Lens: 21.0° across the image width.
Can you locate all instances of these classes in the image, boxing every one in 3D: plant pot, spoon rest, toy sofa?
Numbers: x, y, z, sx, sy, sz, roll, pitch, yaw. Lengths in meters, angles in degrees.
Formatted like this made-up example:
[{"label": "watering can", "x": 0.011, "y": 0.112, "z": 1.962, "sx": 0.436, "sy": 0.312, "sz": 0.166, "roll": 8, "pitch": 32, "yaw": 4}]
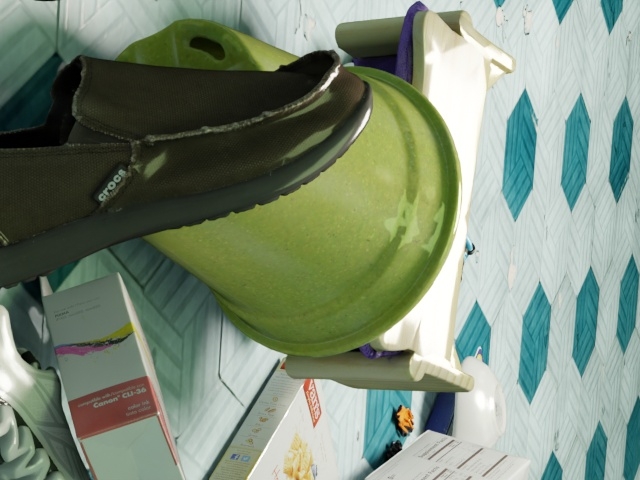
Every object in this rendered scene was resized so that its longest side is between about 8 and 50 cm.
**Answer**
[{"label": "plant pot", "x": -0.058, "y": -0.062, "z": 1.474, "sx": 0.254, "sy": 0.276, "sz": 0.276, "roll": 28, "pitch": 69, "yaw": -54}, {"label": "spoon rest", "x": 0.205, "y": 0.292, "z": 2.316, "sx": 0.137, "sy": 0.084, "sz": 0.276, "roll": 37, "pitch": 49, "yaw": -65}, {"label": "toy sofa", "x": 0.064, "y": -0.040, "z": 1.659, "sx": 0.177, "sy": 0.150, "sz": 0.362, "roll": 24, "pitch": 70, "yaw": -50}]

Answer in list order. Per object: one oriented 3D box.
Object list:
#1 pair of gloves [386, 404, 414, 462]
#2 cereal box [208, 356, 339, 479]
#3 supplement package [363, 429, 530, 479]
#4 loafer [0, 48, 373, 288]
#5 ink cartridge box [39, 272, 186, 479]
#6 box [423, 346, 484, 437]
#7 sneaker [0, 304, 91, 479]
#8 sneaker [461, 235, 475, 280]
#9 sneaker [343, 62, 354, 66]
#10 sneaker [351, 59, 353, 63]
[{"label": "pair of gloves", "x": 0.102, "y": 0.255, "z": 2.215, "sx": 0.074, "sy": 0.010, "sz": 0.083, "roll": 51, "pitch": 52, "yaw": -61}, {"label": "cereal box", "x": -0.051, "y": 0.260, "z": 1.799, "sx": 0.240, "sy": 0.047, "sz": 0.173, "roll": -57, "pitch": 146, "yaw": -47}, {"label": "supplement package", "x": 0.141, "y": 0.399, "z": 2.122, "sx": 0.204, "sy": 0.145, "sz": 0.261, "roll": -25, "pitch": 126, "yaw": -61}, {"label": "loafer", "x": -0.133, "y": -0.072, "z": 1.218, "sx": 0.366, "sy": 0.134, "sz": 0.130, "roll": -22, "pitch": 107, "yaw": -18}, {"label": "ink cartridge box", "x": -0.162, "y": 0.109, "z": 1.344, "sx": 0.198, "sy": 0.067, "sz": 0.115, "roll": -114, "pitch": -173, "yaw": -45}, {"label": "box", "x": 0.184, "y": 0.268, "z": 2.378, "sx": 0.136, "sy": 0.037, "sz": 0.225, "roll": 73, "pitch": 34, "yaw": -44}, {"label": "sneaker", "x": -0.222, "y": 0.157, "z": 1.307, "sx": 0.292, "sy": 0.110, "sz": 0.118, "roll": 68, "pitch": 26, "yaw": -49}, {"label": "sneaker", "x": 0.112, "y": 0.046, "z": 2.019, "sx": 0.341, "sy": 0.140, "sz": 0.125, "roll": 61, "pitch": 39, "yaw": -56}, {"label": "sneaker", "x": 0.005, "y": -0.053, "z": 1.767, "sx": 0.152, "sy": 0.114, "sz": 0.305, "roll": 50, "pitch": 50, "yaw": -62}, {"label": "sneaker", "x": 0.095, "y": -0.154, "z": 1.978, "sx": 0.146, "sy": 0.102, "sz": 0.293, "roll": 62, "pitch": -1, "yaw": 10}]
